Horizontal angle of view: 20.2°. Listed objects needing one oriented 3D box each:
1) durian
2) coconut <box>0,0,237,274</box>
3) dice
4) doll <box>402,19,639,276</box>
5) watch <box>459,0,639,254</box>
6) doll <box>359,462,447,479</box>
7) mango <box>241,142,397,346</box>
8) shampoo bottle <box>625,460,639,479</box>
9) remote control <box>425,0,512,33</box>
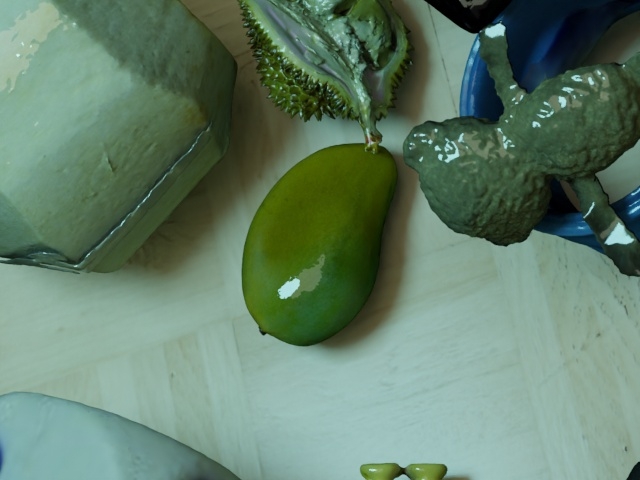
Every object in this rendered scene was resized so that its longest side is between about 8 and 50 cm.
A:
[{"bbox_3d":[0.013,-0.158,1.602,0.146,0.102,0.208,-17,63,-21],"label":"durian"},{"bbox_3d":[-0.244,-0.122,1.598,0.323,0.323,0.323,-7,73,22],"label":"coconut"},{"bbox_3d":[-0.194,0.290,1.459,0.251,0.243,0.259,5,66,38],"label":"dice"},{"bbox_3d":[0.188,-0.095,1.307,0.202,0.286,0.091,26,42,-3],"label":"doll"},{"bbox_3d":[0.226,-0.143,1.451,0.305,0.241,0.274,43,108,39],"label":"watch"},{"bbox_3d":[0.070,0.323,1.437,0.138,0.119,0.293,-2,68,0],"label":"doll"},{"bbox_3d":[-0.004,0.002,1.576,0.122,0.085,0.191,4,65,31],"label":"mango"},{"bbox_3d":[0.206,0.287,1.385,0.127,0.078,0.257,21,70,31],"label":"shampoo bottle"},{"bbox_3d":[0.088,-0.298,1.525,0.144,0.062,0.399,-48,31,6],"label":"remote control"}]
